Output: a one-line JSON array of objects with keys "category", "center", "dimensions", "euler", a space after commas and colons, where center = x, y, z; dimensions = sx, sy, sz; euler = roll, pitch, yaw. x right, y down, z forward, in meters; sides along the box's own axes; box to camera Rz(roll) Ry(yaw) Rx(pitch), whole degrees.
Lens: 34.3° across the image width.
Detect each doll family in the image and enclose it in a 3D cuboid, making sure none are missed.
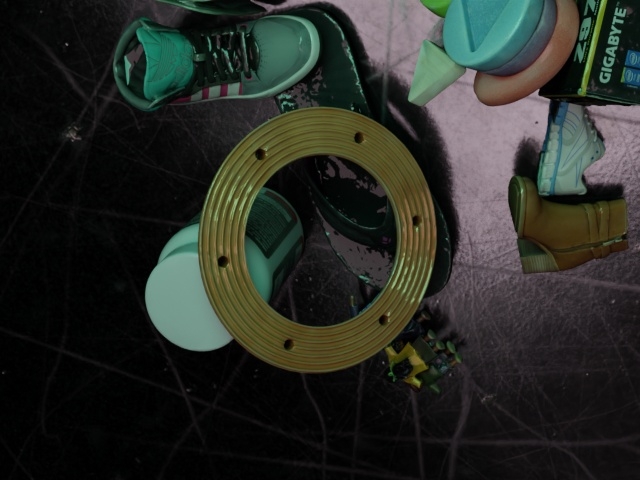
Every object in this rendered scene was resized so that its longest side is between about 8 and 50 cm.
[{"category": "doll family", "center": [0.114, 0.152, 1.536], "dimensions": [0.111, 0.076, 0.193], "euler": [-40, 80, 21]}]

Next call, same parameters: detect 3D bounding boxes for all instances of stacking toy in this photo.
[{"category": "stacking toy", "center": [0.172, -0.316, 1.222], "dimensions": [0.279, 0.130, 0.309], "euler": [-12, 64, 52]}]

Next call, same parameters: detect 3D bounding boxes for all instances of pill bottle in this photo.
[{"category": "pill bottle", "center": [-0.131, 0.034, 1.441], "dimensions": [0.161, 0.283, 0.161], "euler": [4, 109, 12]}]

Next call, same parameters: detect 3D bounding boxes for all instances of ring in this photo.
[{"category": "ring", "center": [0.000, 0.000, 1.318], "dimensions": [0.336, 0.032, 0.337], "euler": [-2, 93, -27]}]

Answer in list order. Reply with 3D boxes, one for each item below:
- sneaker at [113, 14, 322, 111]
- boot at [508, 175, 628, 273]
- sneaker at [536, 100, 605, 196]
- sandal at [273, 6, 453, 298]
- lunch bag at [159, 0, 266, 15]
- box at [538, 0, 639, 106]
[{"category": "sneaker", "center": [-0.160, -0.242, 1.376], "dimensions": [0.295, 0.178, 0.124], "euler": [-8, 92, 30]}, {"category": "boot", "center": [0.335, -0.034, 1.394], "dimensions": [0.152, 0.073, 0.197], "euler": [-12, 144, 10]}, {"category": "sneaker", "center": [0.344, -0.146, 1.390], "dimensions": [0.082, 0.071, 0.191], "euler": [7, 118, 4]}, {"category": "sandal", "center": [0.035, -0.105, 1.434], "dimensions": [0.167, 0.107, 0.446], "euler": [-26, 96, 19]}, {"category": "lunch bag", "center": [-0.104, -0.375, 1.318], "dimensions": [0.287, 0.235, 0.169], "euler": [-18, 97, 20]}, {"category": "box", "center": [0.340, -0.316, 1.186], "dimensions": [0.079, 0.257, 0.322], "euler": [11, 98, -1]}]
